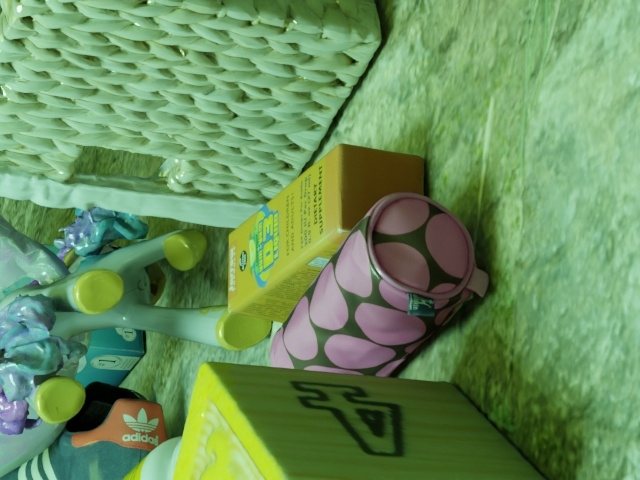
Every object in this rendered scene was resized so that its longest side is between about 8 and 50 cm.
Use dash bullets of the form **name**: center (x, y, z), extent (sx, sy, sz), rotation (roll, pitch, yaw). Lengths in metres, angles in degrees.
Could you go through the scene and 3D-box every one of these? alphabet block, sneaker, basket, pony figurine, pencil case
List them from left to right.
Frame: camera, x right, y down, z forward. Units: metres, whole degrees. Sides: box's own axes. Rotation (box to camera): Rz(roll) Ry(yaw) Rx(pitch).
- **pony figurine**: center (-0.262, 0.077, 1.729), extent (0.363, 0.351, 0.303), rotation (11, 120, 65)
- **sneaker**: center (-0.246, 0.226, 1.914), extent (0.350, 0.131, 0.148), rotation (-11, 70, 58)
- **basket**: center (-0.157, -0.221, 1.561), extent (0.266, 0.328, 0.331), rotation (-53, 37, 46)
- **alphabet block**: center (0.016, 0.206, 1.219), extent (0.193, 0.197, 0.192), rotation (-138, 57, -61)
- **pencil case**: center (0.039, 0.053, 1.340), extent (0.209, 0.098, 0.095), rotation (130, 160, -56)

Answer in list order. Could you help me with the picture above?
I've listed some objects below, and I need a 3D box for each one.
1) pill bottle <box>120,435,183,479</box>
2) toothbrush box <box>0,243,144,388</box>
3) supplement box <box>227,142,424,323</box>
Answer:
- **pill bottle**: center (-0.113, 0.226, 1.419), extent (0.208, 0.119, 0.119), rotation (-44, 43, 36)
- **toothbrush box**: center (-0.366, 0.099, 1.990), extent (0.216, 0.295, 0.126), rotation (131, 138, -54)
- **supplement box**: center (0.000, 0.000, 1.455), extent (0.233, 0.080, 0.078), rotation (140, 134, -60)
